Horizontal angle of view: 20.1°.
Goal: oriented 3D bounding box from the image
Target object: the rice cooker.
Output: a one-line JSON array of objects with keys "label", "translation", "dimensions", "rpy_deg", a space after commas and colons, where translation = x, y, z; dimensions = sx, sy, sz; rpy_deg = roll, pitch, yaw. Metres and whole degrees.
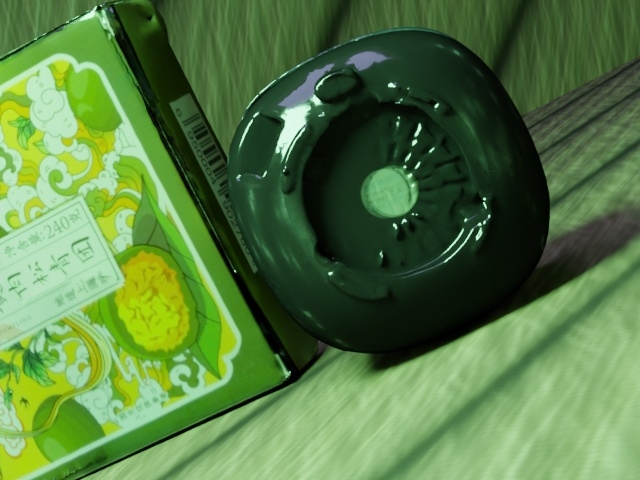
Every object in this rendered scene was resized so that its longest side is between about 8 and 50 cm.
[{"label": "rice cooker", "translation": [0.052, -0.042, 1.443], "dimensions": [0.267, 0.267, 0.224], "rpy_deg": [-26, -1, 5]}]

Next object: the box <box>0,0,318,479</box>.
[{"label": "box", "translation": [-0.263, 0.029, 1.676], "dimensions": [0.420, 0.373, 0.138], "rpy_deg": [-25, 4, 18]}]
